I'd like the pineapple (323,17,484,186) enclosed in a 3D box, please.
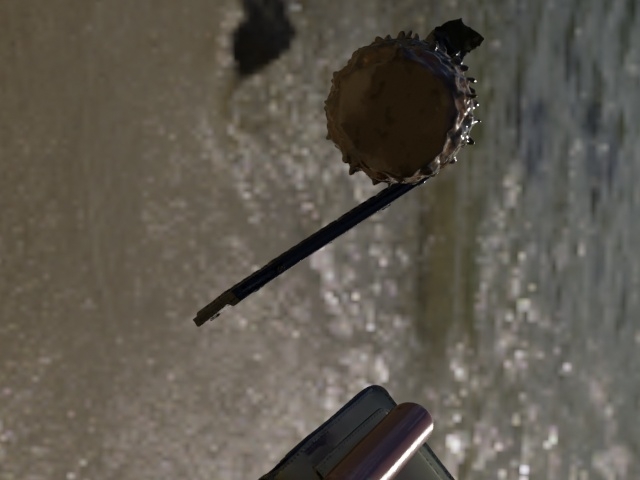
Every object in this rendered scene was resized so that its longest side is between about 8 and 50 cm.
[{"bbox_3d":[0.093,-0.143,1.703,0.141,0.170,0.310,44,12,-2],"label":"pineapple"}]

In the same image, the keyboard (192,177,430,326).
[{"bbox_3d":[0.000,0.000,1.774,0.310,0.101,0.018,-33,89,-37],"label":"keyboard"}]

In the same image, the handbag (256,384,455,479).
[{"bbox_3d":[0.079,0.379,1.993,0.358,0.160,0.237,51,33,4],"label":"handbag"}]

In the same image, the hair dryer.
[{"bbox_3d":[0.015,0.270,1.873,0.352,0.210,0.125,-37,116,-53],"label":"hair dryer"}]
